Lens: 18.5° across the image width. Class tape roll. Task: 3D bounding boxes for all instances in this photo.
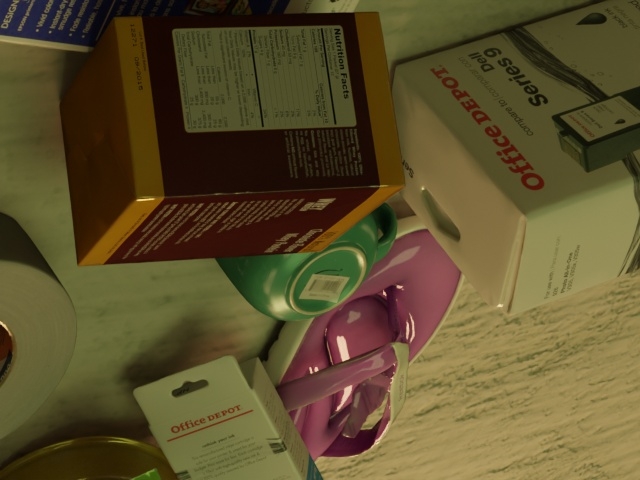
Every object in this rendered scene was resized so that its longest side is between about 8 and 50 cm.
[{"bbox_3d":[-0.301,0.077,1.511,0.219,0.072,0.219,-23,141,-20],"label":"tape roll"}]

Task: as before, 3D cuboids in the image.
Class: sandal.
[{"bbox_3d":[0.012,0.154,1.813,0.169,0.102,0.416,15,121,-46],"label":"sandal"}]

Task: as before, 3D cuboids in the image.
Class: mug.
[{"bbox_3d":[-0.005,-0.003,1.644,0.158,0.097,0.129,-31,142,-9],"label":"mug"}]

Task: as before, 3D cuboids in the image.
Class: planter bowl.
[{"bbox_3d":[-0.208,0.282,1.745,0.217,0.090,0.217,-11,131,-13],"label":"planter bowl"}]

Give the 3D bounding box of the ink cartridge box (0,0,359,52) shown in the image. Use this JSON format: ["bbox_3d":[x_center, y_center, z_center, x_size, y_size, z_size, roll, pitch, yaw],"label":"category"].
[{"bbox_3d":[-0.114,-0.212,1.370,0.371,0.069,0.176,1,129,-43],"label":"ink cartridge box"}]

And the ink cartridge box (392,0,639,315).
[{"bbox_3d":[0.227,-0.082,1.657,0.289,0.211,0.121,-19,139,-23],"label":"ink cartridge box"}]

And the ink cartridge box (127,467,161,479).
[{"bbox_3d":[-0.174,0.337,1.677,0.189,0.097,0.255,-23,134,-2],"label":"ink cartridge box"}]

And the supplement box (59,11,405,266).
[{"bbox_3d":[-0.068,-0.070,1.404,0.194,0.129,0.191,-3,167,-20],"label":"supplement box"}]

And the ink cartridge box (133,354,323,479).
[{"bbox_3d":[-0.080,0.174,1.736,0.104,0.060,0.180,-20,112,14],"label":"ink cartridge box"}]
